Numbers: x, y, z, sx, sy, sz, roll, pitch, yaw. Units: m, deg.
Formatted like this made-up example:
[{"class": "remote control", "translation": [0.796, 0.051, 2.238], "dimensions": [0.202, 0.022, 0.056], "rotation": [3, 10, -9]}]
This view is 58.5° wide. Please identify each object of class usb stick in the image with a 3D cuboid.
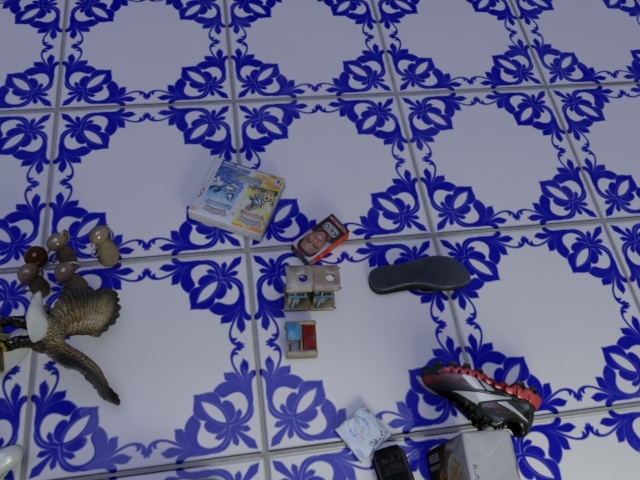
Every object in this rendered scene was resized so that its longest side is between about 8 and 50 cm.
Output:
[{"class": "usb stick", "translation": [0.178, 0.557, 1.163], "dimensions": [0.077, 0.045, 0.278], "rotation": [-15, 49, -5]}]

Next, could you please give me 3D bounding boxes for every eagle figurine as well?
[{"class": "eagle figurine", "translation": [-0.528, 0.206, 1.177], "dimensions": [0.225, 0.298, 0.226], "rotation": [29, 100, 50]}]

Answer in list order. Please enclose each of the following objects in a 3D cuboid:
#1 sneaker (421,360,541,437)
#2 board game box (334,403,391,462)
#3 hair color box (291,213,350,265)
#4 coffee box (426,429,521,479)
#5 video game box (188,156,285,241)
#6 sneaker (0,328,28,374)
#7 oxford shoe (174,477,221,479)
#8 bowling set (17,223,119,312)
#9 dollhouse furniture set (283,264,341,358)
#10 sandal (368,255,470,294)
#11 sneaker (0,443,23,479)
[{"class": "sneaker", "translation": [0.356, 0.364, 1.288], "dimensions": [0.276, 0.097, 0.135], "rotation": [18, 60, 3]}, {"class": "board game box", "translation": [0.094, 0.428, 1.272], "dimensions": [0.090, 0.020, 0.090], "rotation": [-35, 71, -22]}, {"class": "hair color box", "translation": [0.000, 0.000, 1.478], "dimensions": [0.141, 0.043, 0.072], "rotation": [-38, 72, -21]}, {"class": "coffee box", "translation": [0.301, 0.472, 1.140], "dimensions": [0.098, 0.246, 0.141], "rotation": [-1, 63, -8]}, {"class": "video game box", "translation": [-0.220, -0.112, 1.516], "dimensions": [0.205, 0.048, 0.187], "rotation": [18, 64, 4]}, {"class": "sneaker", "translation": [-0.739, 0.266, 1.251], "dimensions": [0.094, 0.080, 0.212], "rotation": [28, 64, 22]}, {"class": "oxford shoe", "translation": [-0.379, 0.576, 1.087], "dimensions": [0.450, 0.130, 0.169], "rotation": [-19, 67, -14]}, {"class": "bowling set", "translation": [-0.628, 0.065, 1.319], "dimensions": [0.200, 0.154, 0.287], "rotation": [24, 62, 7]}, {"class": "dollhouse furniture set", "translation": [-0.018, 0.168, 1.338], "dimensions": [0.129, 0.129, 0.183], "rotation": [-1, 61, -6]}, {"class": "sandal", "translation": [0.250, 0.094, 1.456], "dimensions": [0.255, 0.054, 0.097], "rotation": [-3, 55, 4]}, {"class": "sneaker", "translation": [-0.695, 0.520, 1.108], "dimensions": [0.290, 0.106, 0.123], "rotation": [-35, 77, -11]}]
